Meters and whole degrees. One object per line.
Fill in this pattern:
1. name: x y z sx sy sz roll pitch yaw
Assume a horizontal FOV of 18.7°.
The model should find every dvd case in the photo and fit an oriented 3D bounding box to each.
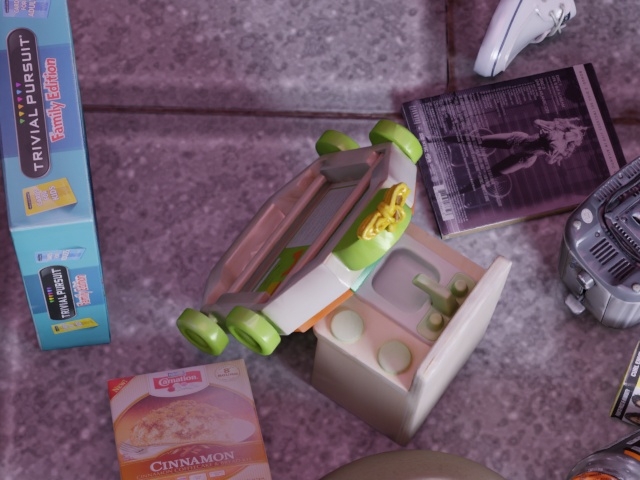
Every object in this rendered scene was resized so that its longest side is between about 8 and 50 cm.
1. dvd case: 0.215 -0.099 2.125 0.221 0.018 0.164 -13 68 -7

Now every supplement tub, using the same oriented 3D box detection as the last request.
1. supplement tub: 0.310 0.248 1.893 0.117 0.117 0.190 51 35 16

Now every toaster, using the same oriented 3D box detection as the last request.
1. toaster: 0.346 -0.009 2.027 0.227 0.146 0.129 -38 76 -15

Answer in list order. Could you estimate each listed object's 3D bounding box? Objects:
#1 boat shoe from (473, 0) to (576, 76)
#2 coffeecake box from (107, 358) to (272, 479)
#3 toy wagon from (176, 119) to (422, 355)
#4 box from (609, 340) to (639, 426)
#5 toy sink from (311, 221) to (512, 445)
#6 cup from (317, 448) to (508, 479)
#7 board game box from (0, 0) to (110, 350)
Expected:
1. boat shoe: 0.248 -0.266 2.158 0.076 0.083 0.226 27 69 9
2. coffeecake box: -0.128 0.209 1.913 0.142 0.068 0.185 -9 38 -6
3. toy wagon: 0.000 0.000 1.912 0.068 0.344 0.267 44 70 -19
4. box: 0.417 0.182 1.977 0.232 0.087 0.058 21 60 8
5. toy sink: 0.082 0.081 1.930 0.131 0.234 0.153 33 71 10
6. cup: 0.094 0.334 1.829 0.331 0.237 0.331 1 69 -2
7. board game box: -0.266 -0.067 1.915 0.079 0.336 0.253 -7 68 -6
